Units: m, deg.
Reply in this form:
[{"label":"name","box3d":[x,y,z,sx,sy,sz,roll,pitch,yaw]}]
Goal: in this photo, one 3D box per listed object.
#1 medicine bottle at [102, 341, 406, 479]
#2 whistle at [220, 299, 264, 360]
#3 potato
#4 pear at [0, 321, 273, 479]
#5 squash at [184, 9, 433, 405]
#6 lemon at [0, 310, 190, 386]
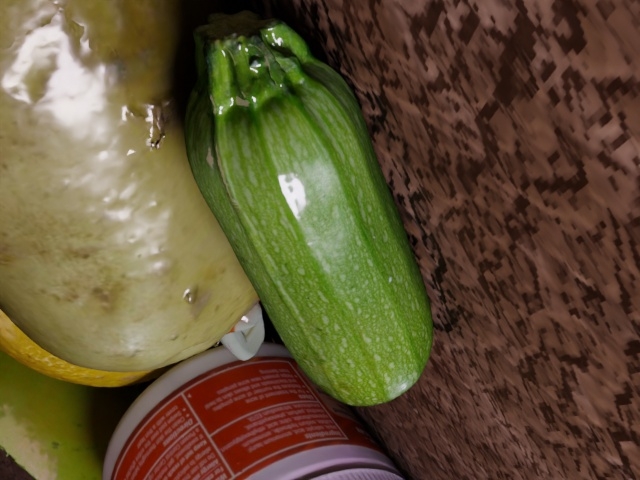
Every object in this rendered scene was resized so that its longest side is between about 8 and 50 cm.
[{"label":"medicine bottle","box3d":[-0.053,0.258,1.055,0.241,0.253,0.252,49,168,45]},{"label":"whistle","box3d":[-0.093,0.019,0.915,0.106,0.102,0.253,45,163,39]},{"label":"potato","box3d":[-0.117,-0.074,0.496,0.210,0.173,0.307,60,173,38]},{"label":"pear","box3d":[-0.211,0.125,1.296,0.399,0.399,0.165,53,144,20]},{"label":"squash","box3d":[0.000,0.000,0.460,0.077,0.068,0.219,-85,-20,-44]},{"label":"lemon","box3d":[-0.217,0.017,1.096,0.310,0.253,0.253,33,-171,-41]}]
